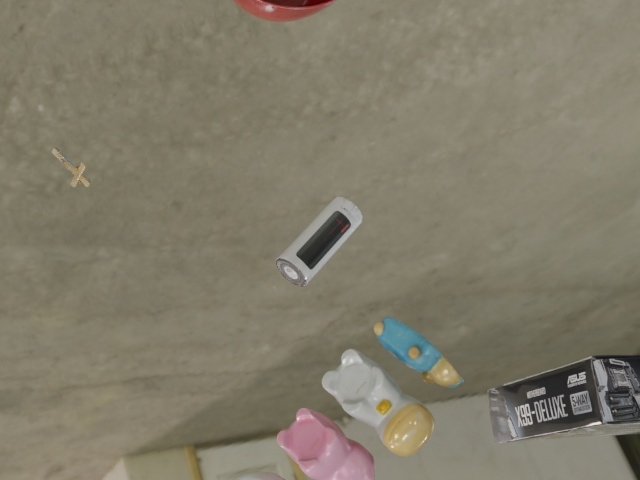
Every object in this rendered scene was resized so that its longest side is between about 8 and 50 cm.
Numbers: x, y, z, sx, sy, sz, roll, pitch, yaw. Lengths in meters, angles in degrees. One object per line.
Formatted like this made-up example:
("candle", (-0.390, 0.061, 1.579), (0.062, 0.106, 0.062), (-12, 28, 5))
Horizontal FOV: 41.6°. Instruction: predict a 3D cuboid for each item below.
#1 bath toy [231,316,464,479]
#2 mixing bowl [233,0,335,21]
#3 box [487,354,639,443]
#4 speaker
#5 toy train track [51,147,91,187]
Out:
("bath toy", (0.030, 0.269, 1.090), (0.348, 0.151, 0.129), (-46, 144, -2))
("mixing bowl", (-0.046, -0.311, 0.927), (0.182, 0.181, 0.098), (-12, 168, -17))
("box", (0.399, 0.194, 1.031), (0.308, 0.076, 0.242), (0, 162, -17))
("speaker", (0.000, 0.000, 1.186), (0.136, 0.055, 0.055), (-47, 164, -26))
("toy train track", (-0.392, -0.117, 1.335), (0.048, 0.083, 0.014), (-52, 171, 31))
